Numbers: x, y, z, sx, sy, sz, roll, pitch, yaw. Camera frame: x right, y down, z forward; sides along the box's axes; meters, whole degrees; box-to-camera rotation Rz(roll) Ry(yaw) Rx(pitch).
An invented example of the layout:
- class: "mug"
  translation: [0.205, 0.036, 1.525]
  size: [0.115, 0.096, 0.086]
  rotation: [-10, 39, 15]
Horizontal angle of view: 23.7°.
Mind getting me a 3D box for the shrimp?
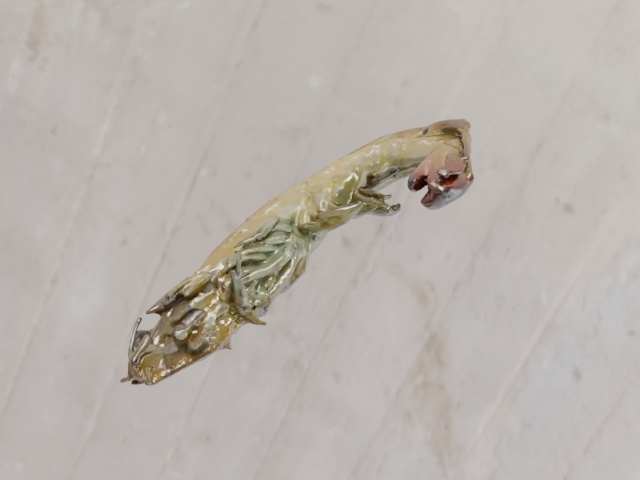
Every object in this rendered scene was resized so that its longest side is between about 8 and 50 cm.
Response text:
- class: "shrimp"
  translation: [0.001, 0.001, 0.611]
  size: [0.124, 0.178, 0.034]
  rotation: [-16, 109, 43]
